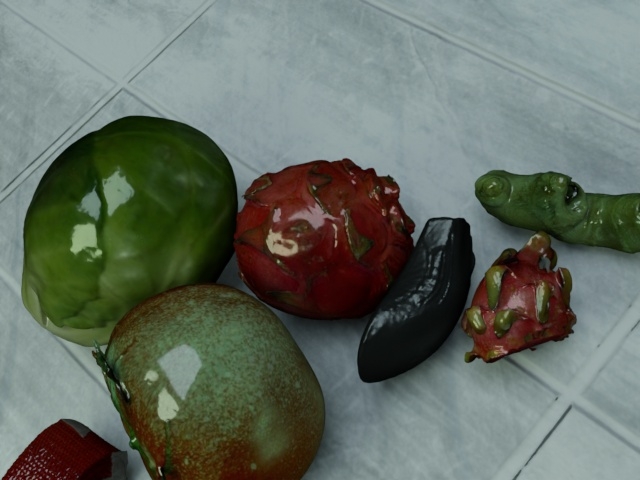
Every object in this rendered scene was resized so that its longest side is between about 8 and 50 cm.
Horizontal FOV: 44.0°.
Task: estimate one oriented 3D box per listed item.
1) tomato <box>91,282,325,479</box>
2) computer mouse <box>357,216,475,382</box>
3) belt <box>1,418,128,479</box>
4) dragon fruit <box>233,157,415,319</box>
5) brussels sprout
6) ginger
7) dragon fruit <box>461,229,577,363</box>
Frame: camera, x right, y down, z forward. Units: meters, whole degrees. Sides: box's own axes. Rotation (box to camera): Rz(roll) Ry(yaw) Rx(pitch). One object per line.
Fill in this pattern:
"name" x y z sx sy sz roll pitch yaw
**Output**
"tomato" -0.133 0.191 0.999 0.239 0.304 0.303 -27 54 -20
"computer mouse" 0.145 0.082 1.038 0.088 0.147 0.264 20 69 25
"belt" -0.358 0.340 1.054 0.124 0.128 0.201 24 71 27
"dragon fruit" 0.007 -0.002 1.080 0.252 0.241 0.241 -1 57 -12
"brussels sprout" -0.282 -0.009 1.143 0.355 0.281 0.289 -49 33 18
"ginger" 0.346 -0.040 1.052 0.289 0.137 0.089 18 60 18
"dragon fruit" 0.259 0.076 1.016 0.133 0.150 0.208 -24 34 57
